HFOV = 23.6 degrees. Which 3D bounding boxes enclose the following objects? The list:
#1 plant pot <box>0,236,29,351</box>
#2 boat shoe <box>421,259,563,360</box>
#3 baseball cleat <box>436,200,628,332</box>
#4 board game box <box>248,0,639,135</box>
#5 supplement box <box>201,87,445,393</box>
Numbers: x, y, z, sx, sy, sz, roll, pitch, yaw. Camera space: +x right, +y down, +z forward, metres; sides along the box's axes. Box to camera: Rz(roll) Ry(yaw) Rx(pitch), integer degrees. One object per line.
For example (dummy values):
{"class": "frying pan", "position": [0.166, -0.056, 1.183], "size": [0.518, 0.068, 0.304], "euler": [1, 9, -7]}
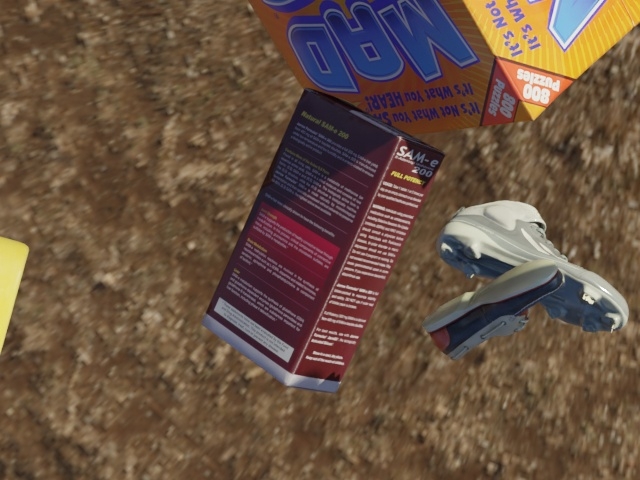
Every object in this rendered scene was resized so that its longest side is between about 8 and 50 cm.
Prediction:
{"class": "plant pot", "position": [-0.358, 0.092, 1.102], "size": [0.239, 0.254, 0.254], "euler": [16, 108, -10]}
{"class": "boat shoe", "position": [0.143, 0.057, 1.226], "size": [0.137, 0.049, 0.043], "euler": [-29, 102, 37]}
{"class": "baseball cleat", "position": [0.221, 0.015, 1.517], "size": [0.206, 0.109, 0.072], "euler": [26, 138, 15]}
{"class": "board game box", "position": [0.143, -0.360, 1.687], "size": [0.356, 0.356, 0.356], "euler": [-2, 125, 57]}
{"class": "supplement box", "position": [0.000, 0.000, 1.364], "size": [0.130, 0.073, 0.239], "euler": [32, 102, 40]}
